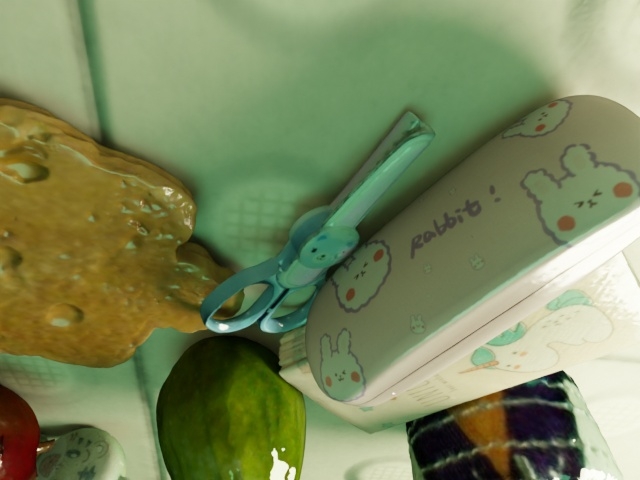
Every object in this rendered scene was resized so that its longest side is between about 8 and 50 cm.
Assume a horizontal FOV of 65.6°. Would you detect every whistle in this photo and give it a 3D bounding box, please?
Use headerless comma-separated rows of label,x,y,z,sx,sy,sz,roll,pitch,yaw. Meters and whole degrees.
whistle,-0.372,0.314,0.679,0.258,0.126,0.067,5,136,14

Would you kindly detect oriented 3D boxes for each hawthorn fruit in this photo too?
hawthorn fruit,-0.415,0.243,0.572,0.202,0.185,0.185,17,134,-39

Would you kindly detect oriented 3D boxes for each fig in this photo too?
fig,-0.078,0.215,0.526,0.167,0.233,0.167,-32,162,-11

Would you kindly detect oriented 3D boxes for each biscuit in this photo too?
biscuit,-0.246,0.004,0.418,0.376,0.051,0.269,17,129,-20

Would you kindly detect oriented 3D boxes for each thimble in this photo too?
thimble,0.223,0.252,0.586,0.238,0.150,0.237,-1,134,-1

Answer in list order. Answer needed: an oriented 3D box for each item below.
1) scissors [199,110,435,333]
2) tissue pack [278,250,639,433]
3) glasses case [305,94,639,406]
scissors,0.000,0.000,0.413,0.125,0.030,0.256,7,133,-42
tissue pack,0.134,0.090,0.485,0.326,0.071,0.170,-30,128,27
glasses case,0.099,0.018,0.369,0.075,0.113,0.297,30,120,-37
